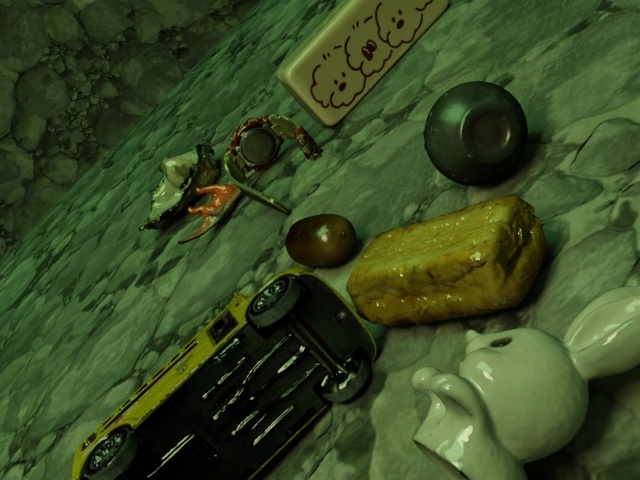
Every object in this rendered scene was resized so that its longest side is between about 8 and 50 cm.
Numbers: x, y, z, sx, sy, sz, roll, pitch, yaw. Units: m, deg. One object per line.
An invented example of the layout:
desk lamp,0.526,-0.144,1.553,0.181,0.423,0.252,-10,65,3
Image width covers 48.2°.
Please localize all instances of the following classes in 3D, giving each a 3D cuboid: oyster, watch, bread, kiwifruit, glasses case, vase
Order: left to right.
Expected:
oyster,-0.319,-0.127,1.631,0.198,0.092,0.260,-24,42,38
watch,-0.082,-0.144,1.297,0.165,0.102,0.268,-46,35,-8
kiwifruit,0.000,0.000,0.970,0.124,0.075,0.075,-11,41,57
glasses case,0.079,-0.376,1.327,0.336,0.144,0.076,-48,24,-2
bread,0.123,0.027,0.731,0.211,0.083,0.114,-13,35,48
vase,0.173,-0.129,0.868,0.120,0.120,0.183,-46,12,-1

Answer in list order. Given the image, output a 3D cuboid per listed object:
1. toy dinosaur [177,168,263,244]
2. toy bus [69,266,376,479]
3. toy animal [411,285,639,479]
toy dinosaur,-0.191,-0.088,1.408,0.101,0.055,0.280,12,58,29
toy bus,-0.106,0.169,0.771,0.331,0.145,0.151,-43,20,-7
toy animal,0.165,0.090,0.531,0.221,0.130,0.104,-47,-17,-6
